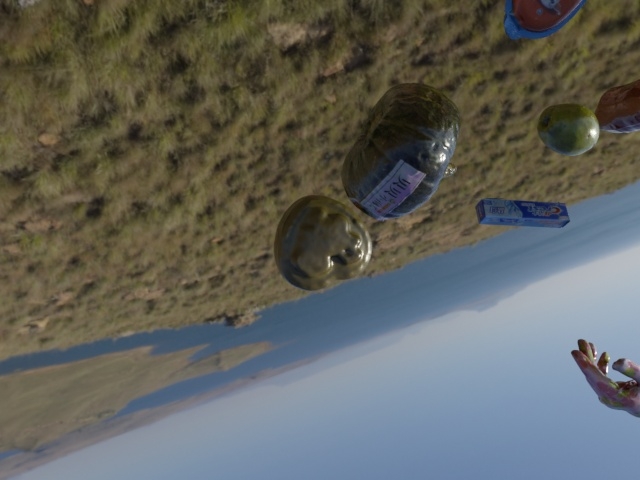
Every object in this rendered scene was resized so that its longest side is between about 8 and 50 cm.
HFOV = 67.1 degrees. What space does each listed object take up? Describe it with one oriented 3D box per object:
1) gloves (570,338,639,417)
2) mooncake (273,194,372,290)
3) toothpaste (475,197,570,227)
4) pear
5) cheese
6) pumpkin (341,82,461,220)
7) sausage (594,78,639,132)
[{"bbox_3d":[0.669,0.321,1.087,0.242,0.126,0.145,21,-176,0],"label":"gloves"},{"bbox_3d":[0.000,0.000,1.166,0.235,0.234,0.117,-17,-174,-12],"label":"mooncake"},{"bbox_3d":[0.605,-0.081,1.446,0.273,0.066,0.053,3,152,-9],"label":"toothpaste"},{"bbox_3d":[0.515,-0.230,1.001,0.132,0.107,0.107,18,154,-15],"label":"pear"},{"bbox_3d":[0.372,-0.390,0.685,0.256,0.106,0.037,-38,-157,21],"label":"cheese"},{"bbox_3d":[0.161,-0.157,0.880,0.189,0.260,0.260,27,151,-12],"label":"pumpkin"},{"bbox_3d":[0.845,-0.357,1.301,0.133,0.133,0.258,-19,-173,-4],"label":"sausage"}]
